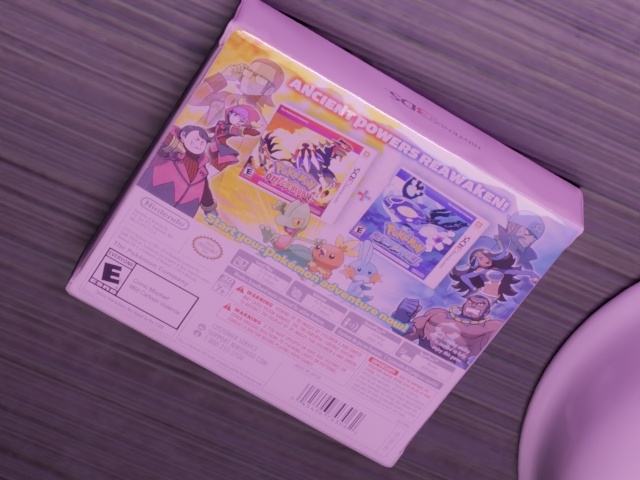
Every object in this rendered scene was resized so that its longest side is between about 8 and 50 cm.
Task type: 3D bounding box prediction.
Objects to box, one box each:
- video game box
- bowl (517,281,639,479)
[{"bbox_3d":[0.000,0.000,0.973,0.205,0.048,0.187,30,122,-11],"label":"video game box"},{"bbox_3d":[0.249,0.159,0.985,0.298,0.134,0.298,3,122,5],"label":"bowl"}]
